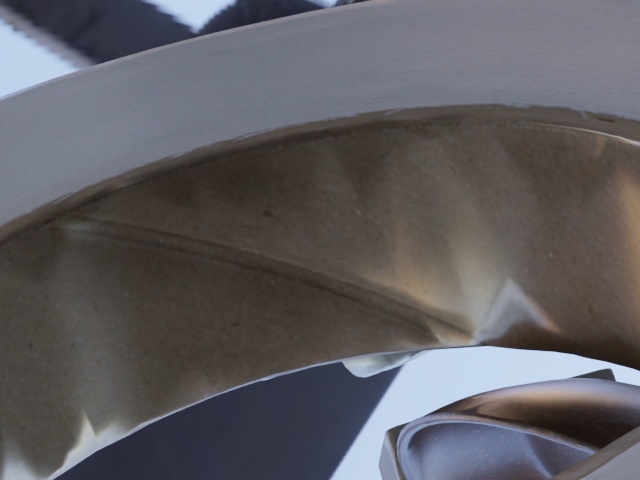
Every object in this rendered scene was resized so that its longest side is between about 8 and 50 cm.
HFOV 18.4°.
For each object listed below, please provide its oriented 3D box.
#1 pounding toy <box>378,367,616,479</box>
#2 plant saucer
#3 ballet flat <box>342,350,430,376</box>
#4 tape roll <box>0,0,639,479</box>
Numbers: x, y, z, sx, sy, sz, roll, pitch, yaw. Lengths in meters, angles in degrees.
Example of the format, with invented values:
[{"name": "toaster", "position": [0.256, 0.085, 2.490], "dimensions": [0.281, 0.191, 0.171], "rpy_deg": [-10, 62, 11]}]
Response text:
[{"name": "pounding toy", "position": [0.110, 0.125, 0.943], "dimensions": [0.141, 0.130, 0.100], "rpy_deg": [-15, -104, -4]}, {"name": "plant saucer", "position": [0.115, 0.094, 0.552], "dimensions": [0.199, 0.198, 0.036], "rpy_deg": [34, -109, 1]}, {"name": "ballet flat", "position": [0.000, 0.000, 0.958], "dimensions": [0.147, 0.409, 0.147], "rpy_deg": [0, -90, 34]}, {"name": "tape roll", "position": [0.000, 0.041, 0.421], "dimensions": [0.392, 0.392, 0.072], "rpy_deg": [-19, -66, -14]}]
